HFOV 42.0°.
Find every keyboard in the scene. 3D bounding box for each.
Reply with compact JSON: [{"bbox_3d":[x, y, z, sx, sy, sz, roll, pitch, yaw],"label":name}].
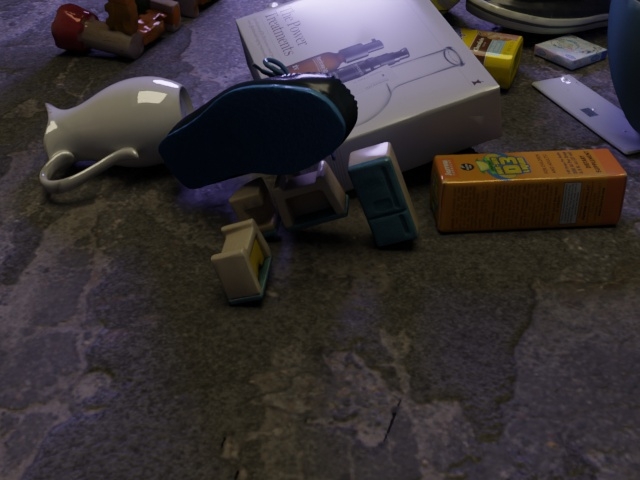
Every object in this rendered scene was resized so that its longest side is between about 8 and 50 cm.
[{"bbox_3d":[0.430,-0.201,1.307,0.072,0.014,0.256,-17,38,-13],"label":"keyboard"}]

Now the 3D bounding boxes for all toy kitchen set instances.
[{"bbox_3d":[0.000,0.000,0.981,0.207,0.122,0.166,-14,33,17],"label":"toy kitchen set"}]

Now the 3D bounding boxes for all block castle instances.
[{"bbox_3d":[-0.349,-0.568,1.593,0.213,0.303,0.453,18,40,14],"label":"block castle"}]

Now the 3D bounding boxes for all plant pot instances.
[{"bbox_3d":[0.539,-0.243,1.189,0.290,0.195,0.290,6,33,-4],"label":"plant pot"}]

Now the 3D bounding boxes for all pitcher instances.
[{"bbox_3d":[-0.285,-0.142,1.163,0.207,0.125,0.178,-10,48,6],"label":"pitcher"}]

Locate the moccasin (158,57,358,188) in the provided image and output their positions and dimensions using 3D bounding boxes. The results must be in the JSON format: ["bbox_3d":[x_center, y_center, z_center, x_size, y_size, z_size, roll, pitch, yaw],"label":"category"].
[{"bbox_3d":[-0.078,-0.154,1.020,0.342,0.138,0.117,-2,35,47],"label":"moccasin"}]

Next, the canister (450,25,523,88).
[{"bbox_3d":[0.249,-0.315,1.417,0.170,0.073,0.126,13,38,16],"label":"canister"}]

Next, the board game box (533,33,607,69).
[{"bbox_3d":[0.445,-0.337,1.484,0.090,0.020,0.090,-20,40,-28],"label":"board game box"}]

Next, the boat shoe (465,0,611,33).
[{"bbox_3d":[0.511,-0.488,1.567,0.500,0.156,0.187,-8,31,-9],"label":"boat shoe"}]

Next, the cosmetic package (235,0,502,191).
[{"bbox_3d":[0.056,-0.244,1.218,0.284,0.097,0.377,-19,46,-5],"label":"cosmetic package"}]

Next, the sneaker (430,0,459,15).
[{"bbox_3d":[0.187,-0.473,1.522,0.147,0.145,0.385,-41,6,6],"label":"sneaker"}]

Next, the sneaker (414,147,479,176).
[{"bbox_3d":[0.196,-0.121,1.166,0.170,0.051,0.089,15,43,27],"label":"sneaker"}]

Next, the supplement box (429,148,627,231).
[{"bbox_3d":[0.261,-0.065,1.065,0.233,0.080,0.078,-4,34,-1],"label":"supplement box"}]

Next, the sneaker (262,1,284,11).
[{"bbox_3d":[-0.047,-0.323,1.447,0.085,0.086,0.237,8,38,-38],"label":"sneaker"}]
